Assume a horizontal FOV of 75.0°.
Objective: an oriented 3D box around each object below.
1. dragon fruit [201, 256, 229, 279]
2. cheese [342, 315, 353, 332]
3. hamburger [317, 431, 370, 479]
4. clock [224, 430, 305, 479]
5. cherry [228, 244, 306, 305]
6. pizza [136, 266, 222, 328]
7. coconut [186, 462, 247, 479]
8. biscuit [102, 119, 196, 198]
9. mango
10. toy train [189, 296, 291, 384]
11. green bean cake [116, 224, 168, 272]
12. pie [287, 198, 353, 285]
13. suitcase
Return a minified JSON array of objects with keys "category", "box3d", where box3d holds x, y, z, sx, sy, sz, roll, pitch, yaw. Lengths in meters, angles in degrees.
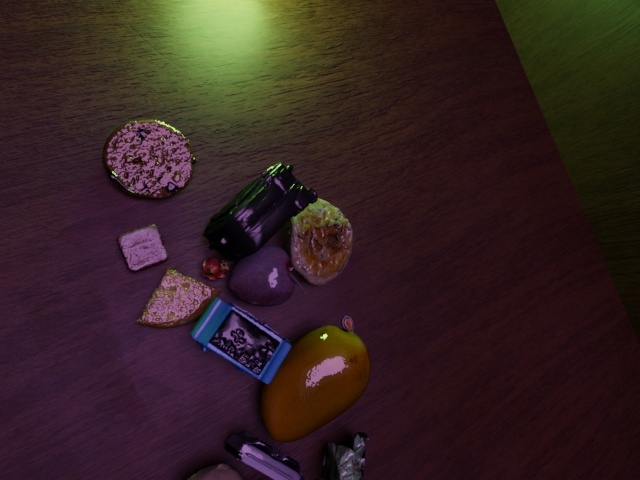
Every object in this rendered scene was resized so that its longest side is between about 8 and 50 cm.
[{"category":"dragon fruit","box3d":[-0.361,0.097,1.429,0.086,0.116,0.081,4,73,-31]},{"category":"cheese","box3d":[0.116,0.350,1.641,0.047,0.017,0.111,-19,89,-22]},{"category":"hamburger","box3d":[0.068,0.799,1.445,0.150,0.261,0.276,17,37,5]},{"category":"clock","box3d":[-0.180,0.708,1.356,0.253,0.186,0.083,38,63,-13]},{"category":"cherry","box3d":[-0.190,0.126,1.459,0.265,0.184,0.214,-7,69,-11]},{"category":"pizza","box3d":[-0.479,0.187,1.393,0.292,0.058,0.197,-24,89,-27]},{"category":"coconut","box3d":[-0.312,0.805,1.254,0.244,0.245,0.248,21,72,-18]},{"category":"biscuit","box3d":[-0.581,-0.274,1.424,0.295,0.075,0.296,2,85,-22]},{"category":"mango","box3d":[-0.019,0.492,1.446,0.445,0.232,0.300,-41,102,-15]},{"category":"toy train","box3d":[-0.256,0.322,1.350,0.300,0.265,0.188,36,72,-12]},{"category":"green bean cake","box3d":[-0.585,0.027,1.376,0.135,0.056,0.136,-21,89,-24]},{"category":"pie","box3d":[-0.001,0.000,1.590,0.338,0.077,0.340,10,74,-40]},{"category":"suitcase","box3d":[-0.220,-0.080,1.397,0.188,0.345,0.339,49,65,-15]}]
